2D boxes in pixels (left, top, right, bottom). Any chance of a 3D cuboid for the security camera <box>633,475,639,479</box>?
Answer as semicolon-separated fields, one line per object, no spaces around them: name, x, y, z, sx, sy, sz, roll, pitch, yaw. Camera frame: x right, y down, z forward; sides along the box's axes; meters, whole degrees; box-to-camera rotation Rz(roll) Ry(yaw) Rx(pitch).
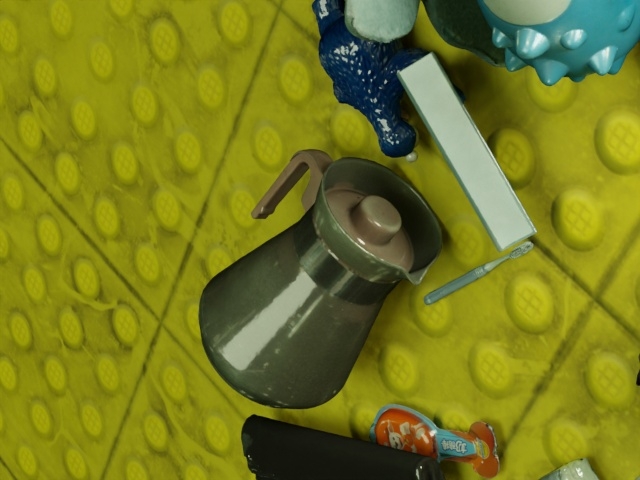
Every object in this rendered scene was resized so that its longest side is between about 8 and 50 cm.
security camera;0.429;0.313;1.900;0.058;0.058;0.092;58;148;16

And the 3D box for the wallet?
wallet;0.044;0.399;2.289;0.406;0.062;0.228;4;119;46

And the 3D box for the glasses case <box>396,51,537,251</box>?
glasses case;0.187;-0.113;1.936;0.266;0.056;0.105;60;180;-1

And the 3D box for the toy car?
toy car;0.273;-0.278;1.711;0.188;0.255;0.190;7;72;33

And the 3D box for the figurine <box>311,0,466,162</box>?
figurine;0.069;-0.230;2.041;0.164;0.120;0.262;-40;75;42

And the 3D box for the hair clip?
hair clip;0.067;-0.399;1.847;0.238;0.318;0.392;13;113;44

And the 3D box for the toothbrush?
toothbrush;0.215;0.047;2.053;0.219;0.019;0.016;-31;94;47

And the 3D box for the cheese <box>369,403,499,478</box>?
cheese;0.162;0.295;2.175;0.256;0.037;0.106;0;105;47

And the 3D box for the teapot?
teapot;-0.010;0.046;2.142;0.344;0.253;0.300;-49;57;36

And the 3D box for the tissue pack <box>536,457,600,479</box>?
tissue pack;0.309;0.428;2.031;0.257;0.081;0.185;-42;72;46

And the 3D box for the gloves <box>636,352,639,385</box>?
gloves;0.444;0.081;1.746;0.119;0.142;0.285;28;125;5
